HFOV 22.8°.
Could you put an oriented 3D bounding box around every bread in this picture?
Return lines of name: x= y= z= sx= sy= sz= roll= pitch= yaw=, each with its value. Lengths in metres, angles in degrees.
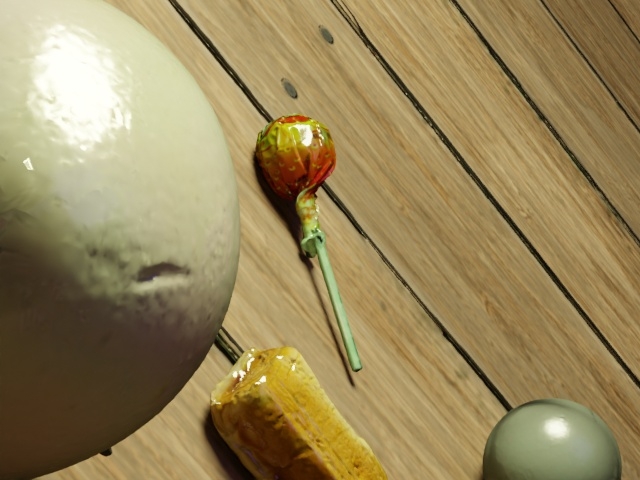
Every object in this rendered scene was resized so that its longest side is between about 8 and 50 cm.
bread: x=-0.011 y=0.128 z=0.979 sx=0.132 sy=0.053 sz=0.074 roll=51 pitch=32 yaw=-13

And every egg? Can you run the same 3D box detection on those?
egg: x=-0.149 y=-0.016 z=0.732 sx=0.162 sy=0.206 sz=0.271 roll=-52 pitch=118 yaw=-84

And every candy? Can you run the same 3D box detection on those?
candy: x=0.000 y=0.000 z=1.142 sx=0.060 sy=0.060 sz=0.201 roll=10 pitch=60 yaw=-54

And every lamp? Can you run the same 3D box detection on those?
lamp: x=0.171 y=0.167 z=1.174 sx=0.105 sy=0.105 sz=0.105 roll=39 pitch=33 yaw=-31
